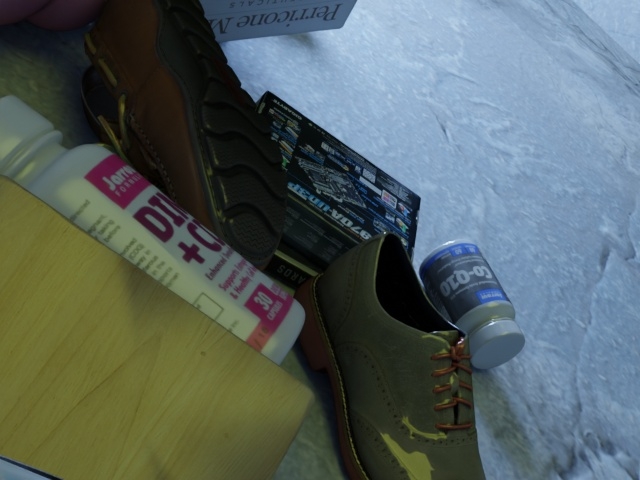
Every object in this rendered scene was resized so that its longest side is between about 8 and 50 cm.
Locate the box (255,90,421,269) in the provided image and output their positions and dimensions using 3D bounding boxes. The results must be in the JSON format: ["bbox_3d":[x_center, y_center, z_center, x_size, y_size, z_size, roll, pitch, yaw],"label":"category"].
[{"bbox_3d":[0.004,-0.048,1.258,0.220,0.051,0.175,34,31,-13],"label":"box"}]

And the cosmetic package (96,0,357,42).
[{"bbox_3d":[-0.098,-0.470,1.309,0.329,0.394,0.327,-14,63,-33],"label":"cosmetic package"}]

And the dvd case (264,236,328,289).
[{"bbox_3d":[0.000,0.000,1.272,0.238,0.029,0.179,30,31,-18],"label":"dvd case"}]

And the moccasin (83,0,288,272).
[{"bbox_3d":[-0.142,-0.102,1.094,0.139,0.147,0.380,25,29,-51],"label":"moccasin"}]

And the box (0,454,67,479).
[{"bbox_3d":[-0.172,0.258,0.480,0.127,0.262,0.231,28,32,-22],"label":"box"}]

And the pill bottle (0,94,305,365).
[{"bbox_3d":[-0.165,0.029,0.899,0.283,0.160,0.160,39,29,-4],"label":"pill bottle"}]

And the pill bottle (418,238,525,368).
[{"bbox_3d":[0.171,0.072,1.326,0.078,0.078,0.137,12,39,-41],"label":"pill bottle"}]

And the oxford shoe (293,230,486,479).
[{"bbox_3d":[0.088,0.147,1.066,0.123,0.130,0.348,4,49,-48],"label":"oxford shoe"}]

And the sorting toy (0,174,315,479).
[{"bbox_3d":[-0.176,0.136,0.731,0.255,0.089,0.257,36,56,-6],"label":"sorting toy"}]

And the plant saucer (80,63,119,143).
[{"bbox_3d":[-0.179,-0.119,1.222,0.168,0.029,0.168,30,30,-20],"label":"plant saucer"}]

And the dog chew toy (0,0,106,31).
[{"bbox_3d":[-0.330,-0.302,1.132,0.332,0.206,0.206,18,36,-48],"label":"dog chew toy"}]
